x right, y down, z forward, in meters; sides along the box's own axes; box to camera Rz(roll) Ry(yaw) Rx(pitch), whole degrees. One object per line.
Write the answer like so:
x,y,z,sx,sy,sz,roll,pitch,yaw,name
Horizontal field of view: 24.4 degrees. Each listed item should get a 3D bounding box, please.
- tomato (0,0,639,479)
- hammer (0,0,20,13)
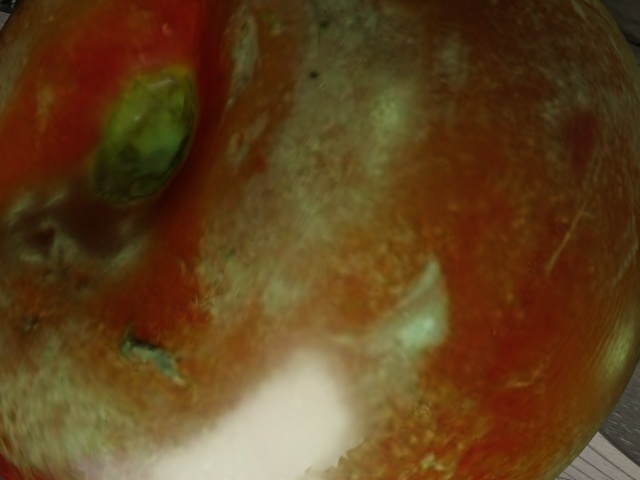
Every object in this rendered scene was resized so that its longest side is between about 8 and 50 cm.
0.000,0.000,0.550,0.270,0.270,0.222,18,174,46,tomato
-0.256,-0.201,0.925,0.078,0.021,0.201,20,167,38,hammer
